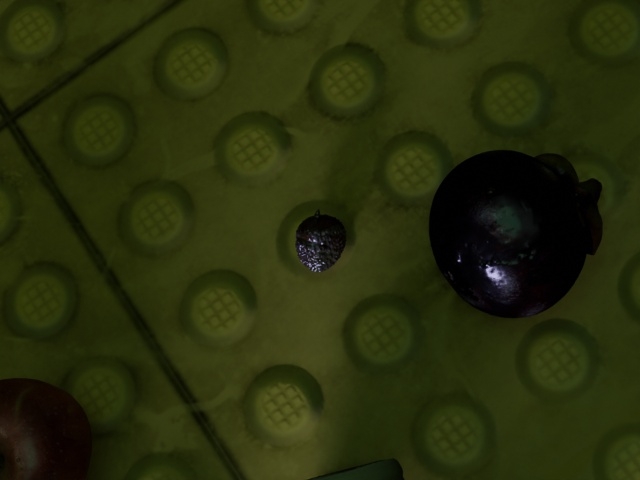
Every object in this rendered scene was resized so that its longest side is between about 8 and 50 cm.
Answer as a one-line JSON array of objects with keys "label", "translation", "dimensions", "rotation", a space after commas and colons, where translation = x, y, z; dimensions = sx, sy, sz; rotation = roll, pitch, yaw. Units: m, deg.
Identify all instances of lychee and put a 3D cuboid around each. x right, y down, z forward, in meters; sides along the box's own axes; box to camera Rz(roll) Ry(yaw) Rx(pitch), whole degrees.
[{"label": "lychee", "translation": [0.000, 0.000, 1.943], "dimensions": [0.067, 0.068, 0.083], "rotation": [8, 102, 10]}]

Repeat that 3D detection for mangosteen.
[{"label": "mangosteen", "translation": [0.255, -0.022, 1.840], "dimensions": [0.250, 0.211, 0.211], "rotation": [-31, 68, -27]}]

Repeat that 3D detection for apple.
[{"label": "apple", "translation": [-0.385, 0.277, 1.906], "dimensions": [0.201, 0.162, 0.201], "rotation": [-1, 85, 17]}]

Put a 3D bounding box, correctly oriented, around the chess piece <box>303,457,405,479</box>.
[{"label": "chess piece", "translation": [0.040, 0.425, 1.768], "dimensions": [0.194, 0.194, 0.299], "rotation": [-16, 81, 7]}]
